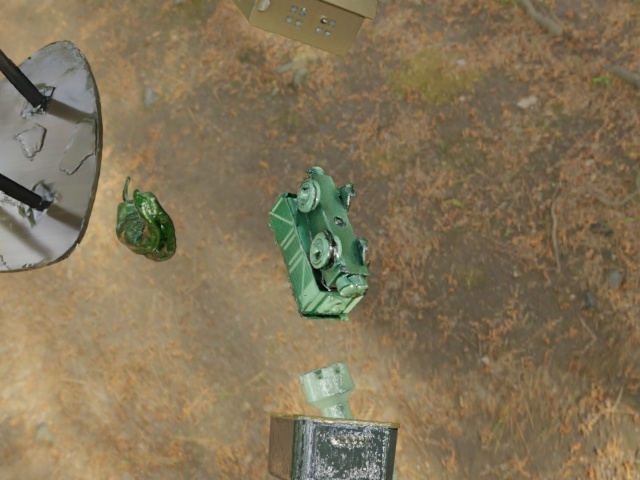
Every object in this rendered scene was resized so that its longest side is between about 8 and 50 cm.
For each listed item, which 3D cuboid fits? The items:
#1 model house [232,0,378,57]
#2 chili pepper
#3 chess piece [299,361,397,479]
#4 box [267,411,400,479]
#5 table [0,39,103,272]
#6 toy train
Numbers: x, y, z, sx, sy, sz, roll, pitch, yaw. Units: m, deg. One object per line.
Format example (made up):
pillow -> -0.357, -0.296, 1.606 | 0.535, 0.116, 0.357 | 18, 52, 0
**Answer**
model house -> -0.002, -0.410, 1.113 | 0.248, 0.180, 0.176 | -60, 39, 24
chili pepper -> -0.269, -0.027, 1.216 | 0.065, 0.122, 0.279 | -12, 11, -22
chess piece -> 0.049, 0.441, 1.906 | 0.194, 0.194, 0.299 | -18, 83, 5
box -> 0.011, 0.278, 1.082 | 0.144, 0.201, 0.090 | 8, 77, -15
table -> -0.422, -0.153, 0.902 | 0.317, 0.249, 0.318 | -11, 64, 23
toy train -> 0.000, 0.000, 1.393 | 0.115, 0.154, 0.270 | 6, 49, -34
